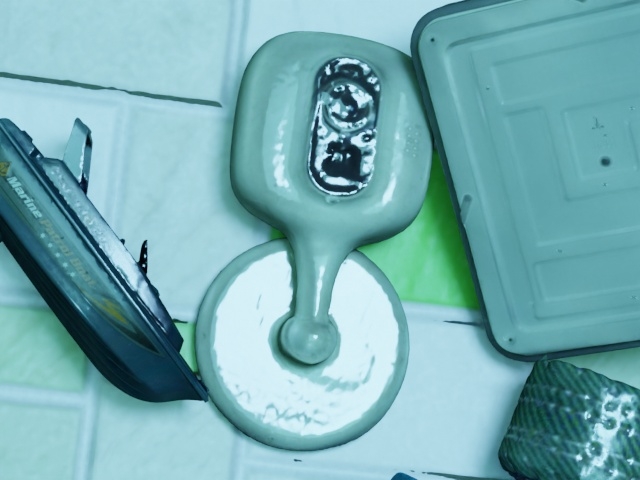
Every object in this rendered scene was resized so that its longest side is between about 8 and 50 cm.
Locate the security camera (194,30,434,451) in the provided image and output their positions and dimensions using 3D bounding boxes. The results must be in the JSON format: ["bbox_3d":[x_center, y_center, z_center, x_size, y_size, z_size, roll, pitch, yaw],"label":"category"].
[{"bbox_3d":[0.000,0.000,1.098,0.157,0.080,0.301,9,81,-10],"label":"security camera"}]

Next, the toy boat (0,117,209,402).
[{"bbox_3d":[-0.154,0.014,1.054,0.103,0.093,0.246,-37,88,-7],"label":"toy boat"}]

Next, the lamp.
[{"bbox_3d":[0.215,-0.057,1.051,0.269,0.047,0.266,-11,103,26],"label":"lamp"}]

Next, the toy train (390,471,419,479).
[{"bbox_3d":[0.149,0.288,0.974,0.300,0.265,0.188,32,83,-1],"label":"toy train"}]

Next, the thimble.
[{"bbox_3d":[0.199,0.146,1.085,0.135,0.118,0.090,26,80,-22],"label":"thimble"}]
